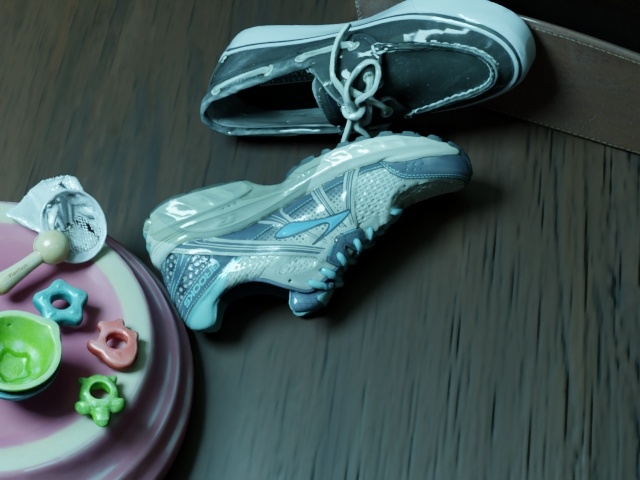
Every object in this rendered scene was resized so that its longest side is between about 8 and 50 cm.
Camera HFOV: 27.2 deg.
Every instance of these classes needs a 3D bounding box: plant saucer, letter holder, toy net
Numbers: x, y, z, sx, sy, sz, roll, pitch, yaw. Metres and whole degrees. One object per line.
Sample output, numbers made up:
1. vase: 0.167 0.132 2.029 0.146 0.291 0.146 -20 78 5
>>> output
1. plant saucer: -0.261 0.090 1.039 0.332 0.084 0.332 7 52 -10
2. letter holder: 0.193 -0.225 1.144 0.302 0.214 0.152 20 63 21
3. toy net: -0.195 0.030 1.019 0.122 0.045 0.232 8 51 -8

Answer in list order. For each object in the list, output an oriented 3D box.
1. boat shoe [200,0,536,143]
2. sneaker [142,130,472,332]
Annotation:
1. boat shoe: 0.031 -0.137 1.144 0.306 0.113 0.105 3 45 27
2. sneaker: 0.000 0.000 1.119 0.283 0.110 0.122 -19 74 1
